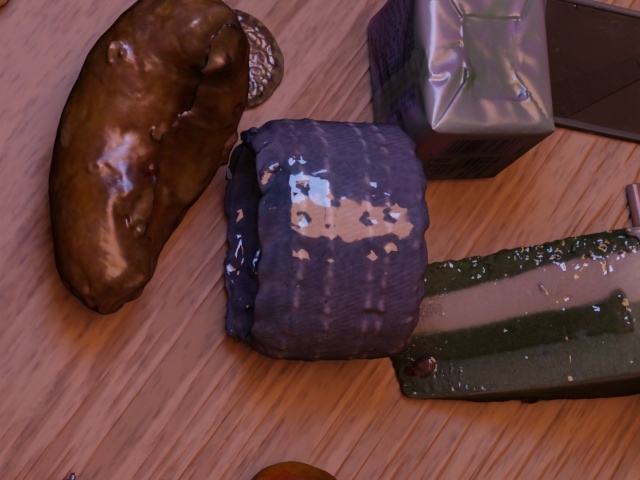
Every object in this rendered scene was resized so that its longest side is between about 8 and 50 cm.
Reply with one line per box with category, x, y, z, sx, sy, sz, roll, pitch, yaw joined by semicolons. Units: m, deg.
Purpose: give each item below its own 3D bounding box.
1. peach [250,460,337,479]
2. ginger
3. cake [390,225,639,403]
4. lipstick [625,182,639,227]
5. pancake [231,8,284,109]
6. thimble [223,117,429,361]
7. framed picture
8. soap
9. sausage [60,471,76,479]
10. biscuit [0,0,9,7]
peach;-0.027;0.259;1.784;0.100;0.101;0.101;4;77;-16
ginger;-0.171;-0.091;1.784;0.165;0.172;0.321;17;94;-27
cake;0.222;0.074;1.867;0.283;0.172;0.158;-2;77;-16
lipstick;0.345;-0.015;2.002;0.019;0.019;0.094;-6;81;-18
pancake;-0.092;-0.184;1.907;0.114;0.011;0.115;4;77;-16
thimble;0.000;0.000;1.803;0.172;0.205;0.236;0;106;-12
framed picture;0.325;-0.183;2.034;0.203;0.015;0.150;10;76;-16
soap;0.138;-0.168;1.876;0.138;0.199;0.182;-2;78;-15
sausage;-0.268;0.321;1.733;0.029;0.029;0.223;23;73;-11
biscuit;-0.426;-0.375;1.825;0.355;0.052;0.275;34;70;-9
